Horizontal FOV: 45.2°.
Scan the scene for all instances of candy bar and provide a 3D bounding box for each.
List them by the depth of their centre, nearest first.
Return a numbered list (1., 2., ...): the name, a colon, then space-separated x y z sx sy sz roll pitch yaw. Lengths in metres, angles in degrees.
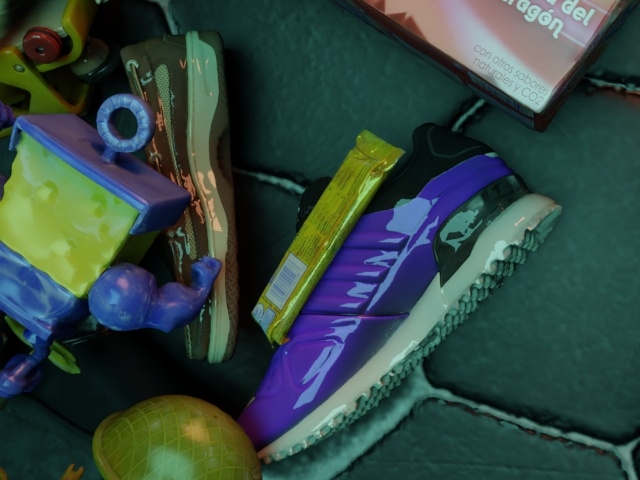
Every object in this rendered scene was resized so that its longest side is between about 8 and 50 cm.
1. candy bar: 0.000 0.000 0.518 0.040 0.018 0.161 40 104 38

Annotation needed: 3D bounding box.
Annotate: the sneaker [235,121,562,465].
1. sneaker: 0.022 0.034 0.568 0.293 0.102 0.146 -46 73 12

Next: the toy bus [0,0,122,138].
1. toy bus: -0.230 -0.147 0.629 0.191 0.104 0.202 -46 49 -11

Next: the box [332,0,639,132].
1. box: 0.060 -0.211 0.499 0.300 0.154 0.142 36 101 12

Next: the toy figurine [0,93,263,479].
1. toy figurine: -0.152 0.016 0.476 0.362 0.191 0.217 33 98 10

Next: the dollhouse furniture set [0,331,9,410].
1. dollhouse furniture set: -0.394 0.108 0.635 0.242 0.161 0.212 -54 53 26

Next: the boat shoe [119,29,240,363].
1. boat shoe: -0.115 -0.032 0.597 0.095 0.095 0.257 -4 82 -7

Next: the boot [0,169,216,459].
1. boot: -0.172 0.058 0.628 0.246 0.094 0.207 15 102 23
